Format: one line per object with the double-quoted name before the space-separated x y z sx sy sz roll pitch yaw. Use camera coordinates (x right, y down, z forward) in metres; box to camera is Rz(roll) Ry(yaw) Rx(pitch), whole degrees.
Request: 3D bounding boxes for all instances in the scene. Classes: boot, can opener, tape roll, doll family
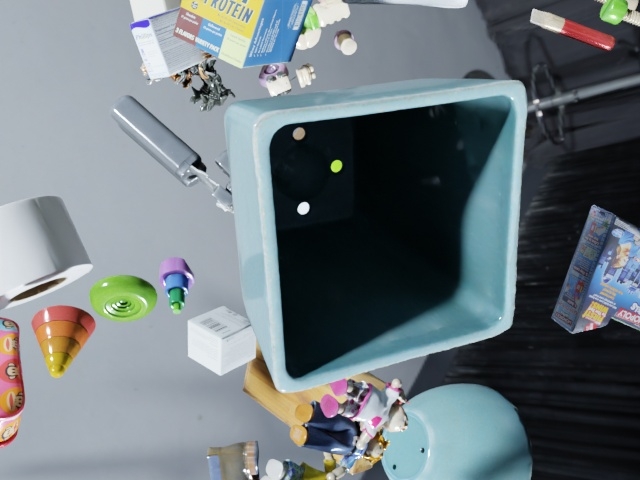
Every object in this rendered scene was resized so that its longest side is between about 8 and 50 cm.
"boot" -0.186 0.520 1.446 0.082 0.106 0.219 -94 -175 -63
"can opener" -0.189 -0.132 1.013 0.283 0.076 0.095 41 80 10
"tape roll" -0.640 0.031 1.430 0.246 0.246 0.169 -22 85 -42
"doll family" 0.020 0.294 0.899 0.163 0.118 0.262 32 79 -34

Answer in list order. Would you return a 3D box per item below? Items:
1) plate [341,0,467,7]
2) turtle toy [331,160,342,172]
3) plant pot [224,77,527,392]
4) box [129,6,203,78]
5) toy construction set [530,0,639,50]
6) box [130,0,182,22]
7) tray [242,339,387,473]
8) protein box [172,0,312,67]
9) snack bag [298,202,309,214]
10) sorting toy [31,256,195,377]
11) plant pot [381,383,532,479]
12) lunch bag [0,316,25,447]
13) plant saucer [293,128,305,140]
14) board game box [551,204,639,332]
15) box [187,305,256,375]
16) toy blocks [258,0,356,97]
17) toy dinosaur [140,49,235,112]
"plate" 0.170 -0.585 1.241 0.278 0.045 0.277 -5 118 -19
"turtle toy" 0.030 -0.104 0.949 0.066 0.130 0.095 56 16 -68
"plant pot" 0.022 -0.042 0.673 0.248 0.252 0.247 -12 114 -20
"box" -0.367 -0.474 1.594 0.126 0.072 0.137 -42 124 -44
"toy construction set" 0.383 -0.466 0.976 0.237 0.257 0.308 15 98 -8
"box" -0.441 -0.694 1.729 0.094 0.113 0.275 -42 128 -60
"tray" -0.025 0.354 1.584 0.076 0.411 0.202 1 106 -43
"protein box" -0.111 -0.410 1.103 0.199 0.136 0.201 -67 168 24
"snack bag" 0.000 0.000 1.604 0.342 0.323 0.037 63 15 -4
"sorting toy" -0.394 0.159 1.254 0.127 0.366 0.126 51 21 -44
"plant pot" 0.233 0.415 1.307 0.196 0.290 0.290 19 71 -33
"lunch bag" -0.723 0.271 1.297 0.258 0.293 0.120 6 125 -30
"plant saucer" 0.016 -0.268 1.969 0.041 0.278 0.277 46 53 -58
"board game box" 0.473 0.070 1.072 0.194 0.060 0.194 23 102 -22
"box" -0.197 0.199 1.331 0.102 0.101 0.087 -19 121 -47
"toy blocks" -0.081 -0.603 1.737 0.289 0.260 0.308 -23 136 -3
"toy dinosaur" -0.347 -0.503 1.936 0.164 0.322 0.218 -91 169 -60
